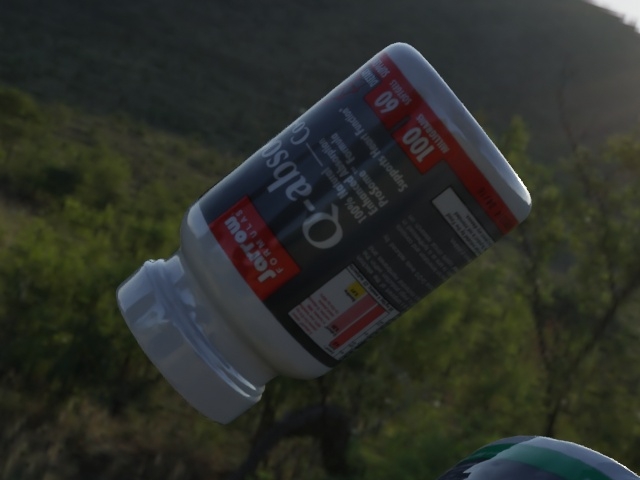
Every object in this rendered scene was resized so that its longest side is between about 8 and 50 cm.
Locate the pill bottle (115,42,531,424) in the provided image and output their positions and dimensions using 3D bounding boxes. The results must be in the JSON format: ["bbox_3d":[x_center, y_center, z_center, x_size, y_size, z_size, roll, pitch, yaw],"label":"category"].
[{"bbox_3d":[0.000,0.000,1.334,0.210,0.363,0.210,51,5,-7],"label":"pill bottle"}]

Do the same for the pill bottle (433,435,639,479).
[{"bbox_3d":[0.030,0.261,0.686,0.204,0.204,0.361,19,36,41],"label":"pill bottle"}]
